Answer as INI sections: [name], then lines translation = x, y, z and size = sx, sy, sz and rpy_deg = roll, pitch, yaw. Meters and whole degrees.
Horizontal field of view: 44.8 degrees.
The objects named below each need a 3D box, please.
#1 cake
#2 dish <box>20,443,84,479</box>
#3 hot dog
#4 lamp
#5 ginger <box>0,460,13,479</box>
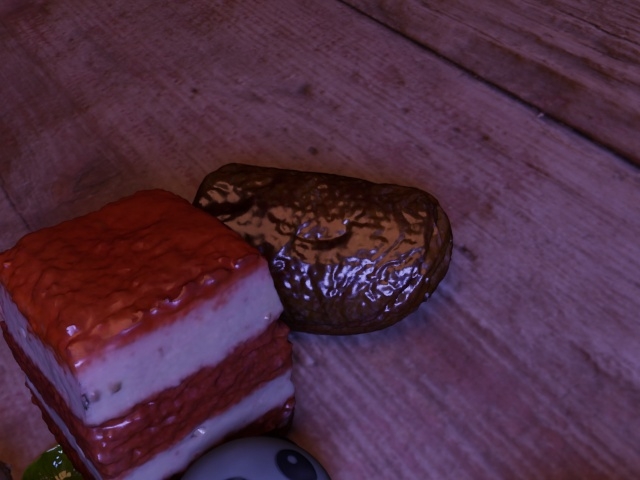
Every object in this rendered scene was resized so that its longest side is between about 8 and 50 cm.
[cake]
translation = -0.208, 0.127, 0.946
size = 0.269, 0.319, 0.270
rpy_deg = -29, 45, -30
[dish]
translation = -0.317, 0.323, 0.995
size = 0.137, 0.039, 0.091
rpy_deg = 21, 48, 26
[hot dog]
translation = 0.000, 0.000, 1.153
size = 0.387, 0.174, 0.267
rpy_deg = 9, 51, 8
[lamp]
translation = -0.056, 0.328, 0.837
size = 0.197, 0.198, 0.244
rpy_deg = -32, 59, -18
[ginger]
translation = -0.419, 0.392, 0.825
size = 0.166, 0.236, 0.375
rpy_deg = -51, 41, 15
